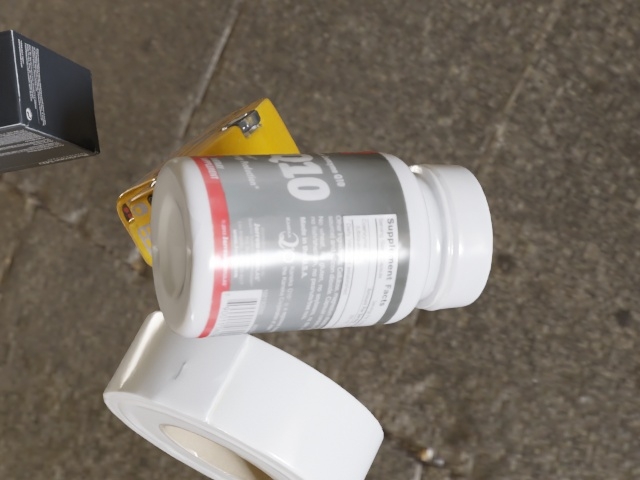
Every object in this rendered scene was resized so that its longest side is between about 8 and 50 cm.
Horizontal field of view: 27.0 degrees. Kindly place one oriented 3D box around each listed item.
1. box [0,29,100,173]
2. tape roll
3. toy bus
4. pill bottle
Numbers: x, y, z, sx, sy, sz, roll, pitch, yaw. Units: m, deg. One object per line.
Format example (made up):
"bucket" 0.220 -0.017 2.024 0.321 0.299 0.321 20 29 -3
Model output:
"box" -0.384 -0.124 1.359 0.261 0.184 0.103 -9 80 13
"tape roll" -0.081 0.186 1.392 0.286 0.286 0.100 8 62 45
"toy bus" -0.131 -0.063 1.583 0.130 0.332 0.108 -21 105 31
"pill bottle" 0.000 0.000 1.214 0.161 0.283 0.161 177 90 -69
